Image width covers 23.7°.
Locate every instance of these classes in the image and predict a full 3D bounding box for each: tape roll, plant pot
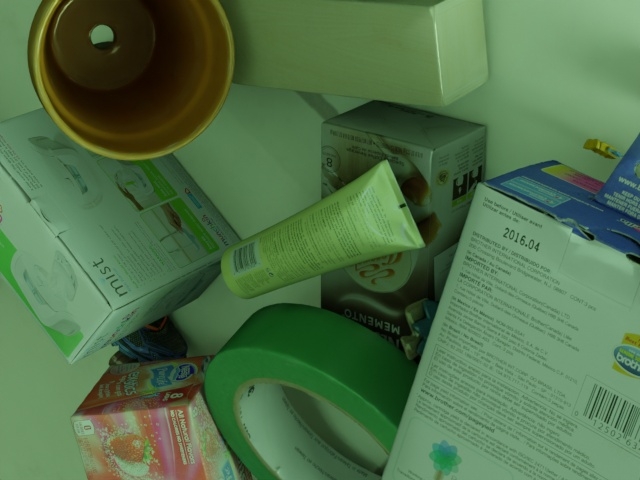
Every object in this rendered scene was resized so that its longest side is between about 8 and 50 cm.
[{"bbox_3d":[0.022,0.211,1.659,0.321,0.077,0.321,28,146,21],"label":"tape roll"},{"bbox_3d":[-0.213,-0.201,1.596,0.188,0.205,0.205,-144,43,-66],"label":"plant pot"}]

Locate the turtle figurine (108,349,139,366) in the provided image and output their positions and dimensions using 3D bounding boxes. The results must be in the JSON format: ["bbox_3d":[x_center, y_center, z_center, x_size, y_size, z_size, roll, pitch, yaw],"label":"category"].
[{"bbox_3d":[-0.199,0.251,1.921,0.217,0.087,0.269,40,129,18],"label":"turtle figurine"}]

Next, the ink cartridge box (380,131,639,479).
[{"bbox_3d":[0.241,0.107,1.325,0.270,0.151,0.395,29,117,28],"label":"ink cartridge box"}]

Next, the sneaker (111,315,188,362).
[{"bbox_3d":[-0.238,0.063,1.880,0.221,0.083,0.087,50,124,6],"label":"sneaker"}]

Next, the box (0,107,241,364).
[{"bbox_3d":[-0.262,-0.026,1.755,0.262,0.231,0.127,50,131,9],"label":"box"}]

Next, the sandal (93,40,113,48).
[{"bbox_3d":[-0.186,-0.175,1.751,0.240,0.088,0.079,14,149,42],"label":"sandal"}]

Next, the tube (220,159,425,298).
[{"bbox_3d":[0.000,0.000,1.544,0.070,0.062,0.240,35,140,-31],"label":"tube"}]

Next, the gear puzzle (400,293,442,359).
[{"bbox_3d":[0.210,0.194,1.523,0.044,0.175,0.339,-158,47,-79],"label":"gear puzzle"}]

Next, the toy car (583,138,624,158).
[{"bbox_3d":[0.301,-0.114,1.408,0.041,0.060,0.122,23,158,-23],"label":"toy car"}]

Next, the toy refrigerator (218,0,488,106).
[{"bbox_3d":[0.033,-0.208,1.534,0.270,0.094,0.102,10,119,38],"label":"toy refrigerator"}]

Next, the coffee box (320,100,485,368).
[{"bbox_3d":[0.083,-0.006,1.574,0.141,0.098,0.246,17,119,34],"label":"coffee box"}]

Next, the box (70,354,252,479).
[{"bbox_3d":[-0.169,0.302,1.802,0.154,0.142,0.300,-7,109,14],"label":"box"}]
